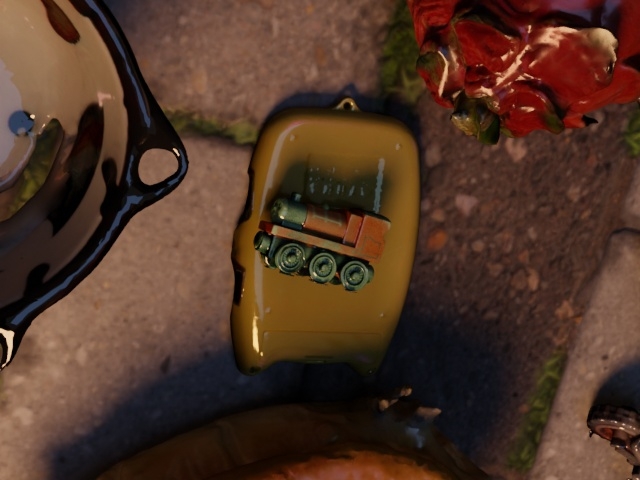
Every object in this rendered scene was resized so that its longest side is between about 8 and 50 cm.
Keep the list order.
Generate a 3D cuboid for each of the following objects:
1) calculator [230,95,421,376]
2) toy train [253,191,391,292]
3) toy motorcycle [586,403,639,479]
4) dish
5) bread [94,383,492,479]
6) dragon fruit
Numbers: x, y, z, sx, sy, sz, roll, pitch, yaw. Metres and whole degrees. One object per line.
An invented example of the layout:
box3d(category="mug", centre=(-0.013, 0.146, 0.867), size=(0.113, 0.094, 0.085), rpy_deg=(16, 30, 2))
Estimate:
box3d(category="calculator", centre=(0.007, 0.002, 0.884), size=(0.157, 0.033, 0.236), rpy_deg=(3, 103, -20))
box3d(category="toy train", centre=(0.000, 0.000, 0.842), size=(0.103, 0.044, 0.064), rpy_deg=(15, 93, -24))
box3d(category="toy motorcycle", centre=(0.348, 0.212, 1.024), size=(0.215, 0.122, 0.080), rpy_deg=(34, 66, -25))
box3d(category="dish", centre=(-0.255, -0.077, 0.715), size=(0.303, 0.120, 0.303), rpy_deg=(-6, 107, -19))
box3d(category="bread", centre=(-0.041, 0.264, 0.862), size=(0.389, 0.183, 0.236), rpy_deg=(-19, 109, -14))
box3d(category="dragon fruit", centre=(0.180, -0.184, 0.808), size=(0.274, 0.192, 0.193), rpy_deg=(-45, 107, -16))
